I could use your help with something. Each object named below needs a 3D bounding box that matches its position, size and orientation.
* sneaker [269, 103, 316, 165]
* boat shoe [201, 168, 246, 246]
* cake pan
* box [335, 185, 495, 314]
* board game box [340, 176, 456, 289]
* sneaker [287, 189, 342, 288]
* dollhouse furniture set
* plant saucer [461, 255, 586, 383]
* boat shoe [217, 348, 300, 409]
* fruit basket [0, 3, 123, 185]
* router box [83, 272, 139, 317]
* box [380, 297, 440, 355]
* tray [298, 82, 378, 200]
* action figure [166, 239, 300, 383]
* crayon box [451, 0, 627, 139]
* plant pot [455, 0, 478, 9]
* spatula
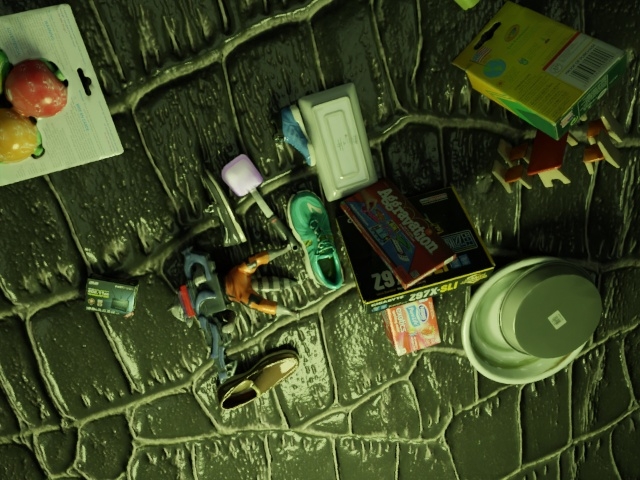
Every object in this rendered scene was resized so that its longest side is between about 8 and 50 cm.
[{"bbox_3d":[-0.071,-0.242,1.154,0.084,0.058,0.152,-23,106,-6],"label":"sneaker"},{"bbox_3d":[-0.252,-0.075,1.179,0.064,0.075,0.206,-24,115,-3],"label":"boat shoe"},{"bbox_3d":[0.633,0.200,1.299,0.293,0.054,0.294,-2,109,-7],"label":"cake pan"},{"bbox_3d":[0.224,0.019,1.186,0.321,0.257,0.079,-15,149,-2],"label":"box"},{"bbox_3d":[0.182,-0.027,1.158,0.145,0.281,0.027,-29,149,-11],"label":"board game box"},{"bbox_3d":[0.000,0.000,1.215,0.107,0.110,0.275,-25,111,-12],"label":"sneaker"},{"bbox_3d":[0.558,-0.265,1.146,0.135,0.262,0.259,38,61,-27],"label":"dollhouse furniture set"},{"bbox_3d":[0.585,0.220,1.380,0.400,0.100,0.401,-2,108,-7],"label":"plant saucer"},{"bbox_3d":[-0.170,0.401,1.338,0.257,0.095,0.095,-30,110,3],"label":"boat shoe"},{"bbox_3d":[-0.659,-0.301,1.028,0.352,0.165,0.327,-21,111,-17],"label":"fruit basket"},{"bbox_3d":[-0.539,0.142,1.230,0.122,0.038,0.092,11,106,-11],"label":"router box"},{"bbox_3d":[0.227,0.164,1.299,0.128,0.123,0.257,-17,109,-3],"label":"box"},{"bbox_3d":[0.051,-0.240,1.190,0.145,0.030,0.271,-18,110,-3],"label":"tray"},{"bbox_3d":[-0.219,0.170,1.219,0.329,0.178,0.342,-8,89,1],"label":"action figure"},{"bbox_3d":[0.489,-0.400,1.098,0.202,0.318,0.081,-46,146,9],"label":"crayon box"},{"bbox_3d":[0.329,-0.579,1.096,0.079,0.083,0.083,38,100,-31],"label":"plant pot"},{"bbox_3d":[-0.140,-0.081,1.215,0.084,0.030,0.296,-34,110,5],"label":"spatula"}]
